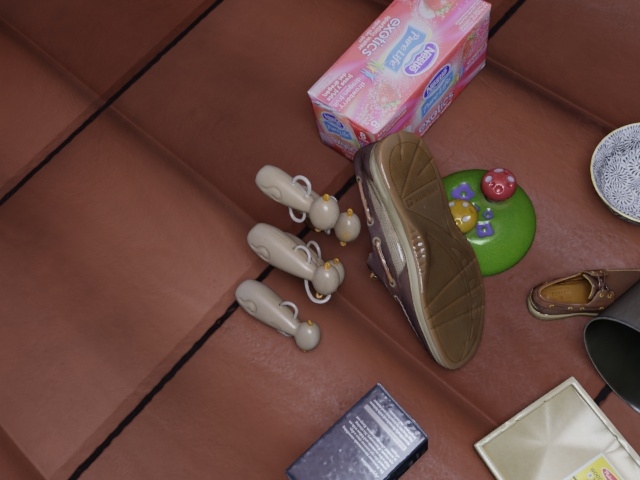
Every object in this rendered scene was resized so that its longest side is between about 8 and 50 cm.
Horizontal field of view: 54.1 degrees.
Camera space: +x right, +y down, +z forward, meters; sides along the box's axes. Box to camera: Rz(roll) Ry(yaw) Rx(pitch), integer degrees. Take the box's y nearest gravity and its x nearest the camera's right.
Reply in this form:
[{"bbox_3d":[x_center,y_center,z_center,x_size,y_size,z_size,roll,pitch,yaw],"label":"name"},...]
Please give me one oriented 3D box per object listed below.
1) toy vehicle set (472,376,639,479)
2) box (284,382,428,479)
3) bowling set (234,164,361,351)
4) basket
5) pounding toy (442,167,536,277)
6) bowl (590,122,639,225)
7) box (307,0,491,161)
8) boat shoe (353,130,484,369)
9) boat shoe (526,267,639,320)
[{"bbox_3d":[0.342,0.331,0.798,0.166,0.035,0.267,-32,65,-4],"label":"toy vehicle set"},{"bbox_3d":[0.054,0.282,0.808,0.158,0.156,0.093,-41,67,-8],"label":"box"},{"bbox_3d":[0.000,0.000,0.936,0.154,0.287,0.200,32,44,20],"label":"bowling set"},{"bbox_3d":[0.478,0.098,0.809,0.227,0.204,0.154,-43,22,-17],"label":"basket"},{"bbox_3d":[0.211,-0.055,0.954,0.237,0.110,0.183,17,70,17],"label":"pounding toy"},{"bbox_3d":[0.483,-0.083,0.931,0.170,0.080,0.170,-4,66,8],"label":"bowl"},{"bbox_3d":[0.136,-0.272,1.042,0.142,0.154,0.300,36,76,23],"label":"box"},{"bbox_3d":[0.130,0.019,0.898,0.123,0.123,0.342,-28,101,-31],"label":"boat shoe"},{"bbox_3d":[0.387,0.073,0.891,0.178,0.060,0.064,-11,65,6],"label":"boat shoe"}]
